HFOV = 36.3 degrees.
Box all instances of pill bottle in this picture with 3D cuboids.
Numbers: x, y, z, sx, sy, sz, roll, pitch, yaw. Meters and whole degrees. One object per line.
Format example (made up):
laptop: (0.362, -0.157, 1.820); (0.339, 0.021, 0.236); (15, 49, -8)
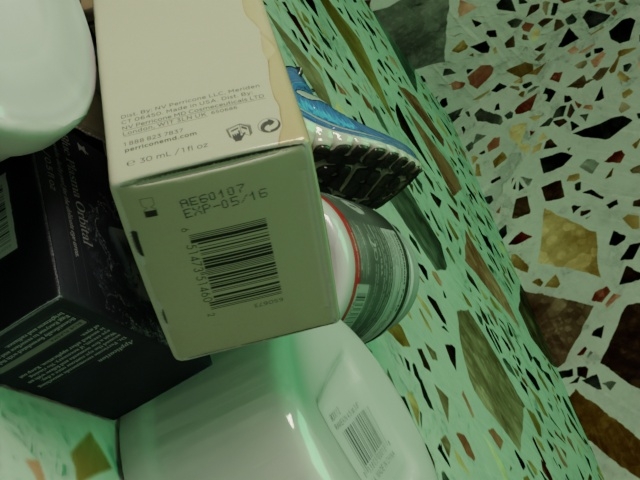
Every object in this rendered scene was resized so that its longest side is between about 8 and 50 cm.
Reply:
pill bottle: (0.000, 0.033, 0.998); (0.161, 0.161, 0.283); (63, 16, 12)

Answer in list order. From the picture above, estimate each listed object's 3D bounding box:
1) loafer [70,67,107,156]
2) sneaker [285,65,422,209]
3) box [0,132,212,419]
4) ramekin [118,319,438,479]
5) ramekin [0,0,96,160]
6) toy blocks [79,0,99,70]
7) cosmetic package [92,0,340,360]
loafer: (-0.172, -0.055, 0.811); (0.251, 0.094, 0.087); (42, 46, -22)
sneaker: (-0.017, -0.138, 1.142); (0.330, 0.130, 0.147); (19, 46, -32)
box: (-0.168, 0.019, 0.657); (0.158, 0.093, 0.156); (37, 27, -54)
ramekin: (-0.014, 0.180, 0.753); (0.277, 0.135, 0.277); (52, 19, -25)
ramekin: (-0.256, -0.138, 0.513); (0.273, 0.127, 0.273); (52, 19, -25)
toy blocks: (-0.191, -0.240, 0.875); (0.381, 0.191, 0.261); (67, 12, -51)
cosmetic package: (-0.080, -0.092, 0.661); (0.160, 0.113, 0.309); (80, -5, -47)
